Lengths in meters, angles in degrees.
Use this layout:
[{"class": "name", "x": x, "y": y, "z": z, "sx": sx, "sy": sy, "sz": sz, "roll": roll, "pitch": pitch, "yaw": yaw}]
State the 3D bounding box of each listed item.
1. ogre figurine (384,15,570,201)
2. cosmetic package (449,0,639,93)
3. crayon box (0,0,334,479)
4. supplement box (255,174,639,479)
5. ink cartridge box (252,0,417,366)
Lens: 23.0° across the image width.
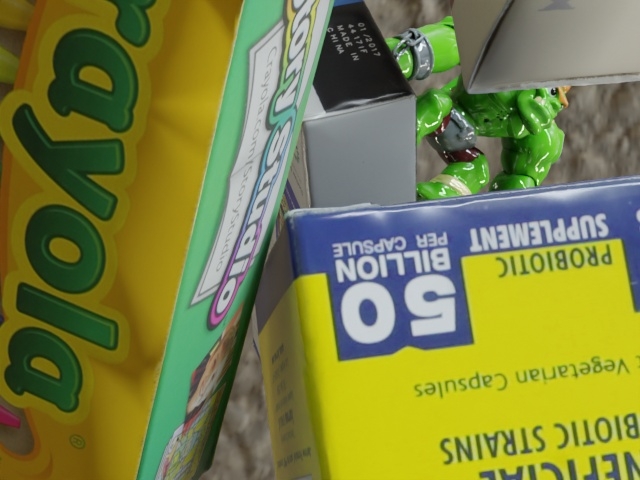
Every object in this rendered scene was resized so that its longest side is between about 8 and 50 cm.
[{"class": "ogre figurine", "x": 0.099, "y": -0.078, "z": 1.035, "sx": 0.118, "sy": 0.097, "sz": 0.197, "roll": -46, "pitch": 109, "yaw": -19}, {"class": "cosmetic package", "x": 0.123, "y": -0.228, "z": 0.705, "sx": 0.153, "sy": 0.129, "sz": 0.296, "roll": -4, "pitch": 73, "yaw": -8}, {"class": "crayon box", "x": -0.159, "y": -0.089, "z": 0.571, "sx": 0.313, "sy": 0.106, "sz": 0.363, "roll": 24, "pitch": 123, "yaw": 14}, {"class": "supplement box", "x": 0.094, "y": 0.166, "z": 0.657, "sx": 0.194, "sy": 0.195, "sz": 0.356, "roll": -7, "pitch": 81, "yaw": -8}, {"class": "ink cartridge box", "x": 0.000, "y": 0.000, "z": 0.877, "sx": 0.065, "sy": 0.165, "sz": 0.333, "roll": -14, "pitch": 138, "yaw": -12}]
